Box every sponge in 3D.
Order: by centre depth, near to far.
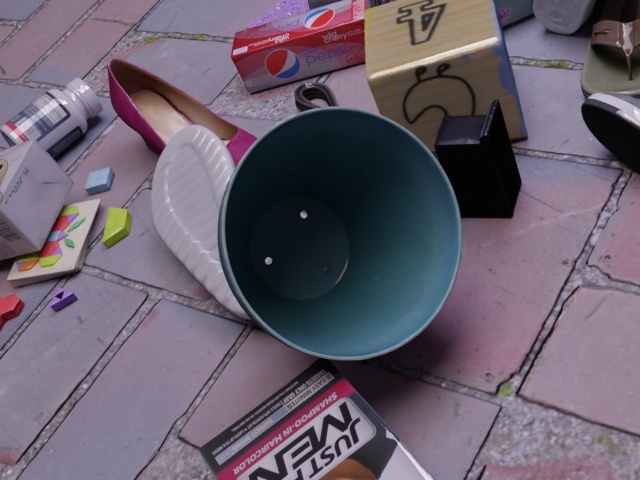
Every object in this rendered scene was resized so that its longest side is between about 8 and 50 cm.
[{"bbox_3d":[-0.034,-0.459,1.821,0.210,0.031,0.117,-42,45,-17],"label":"sponge"}]

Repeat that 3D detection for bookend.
[{"bbox_3d":[0.181,-0.109,1.271,0.157,0.156,0.072,0,49,28],"label":"bookend"}]

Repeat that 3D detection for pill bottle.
[{"bbox_3d":[-0.518,-0.230,1.785,0.180,0.108,0.108,-42,44,-17],"label":"pill bottle"}]

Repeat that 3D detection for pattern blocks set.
[{"bbox_3d":[-0.460,0.003,1.585,0.285,0.026,0.325,-20,42,8],"label":"pattern blocks set"}]

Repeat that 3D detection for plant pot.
[{"bbox_3d":[0.000,0.000,1.132,0.290,0.290,0.195,-44,8,-18],"label":"plant pot"}]

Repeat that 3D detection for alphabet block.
[{"bbox_3d":[0.186,-0.255,1.389,0.197,0.192,0.193,-15,42,15],"label":"alphabet block"}]

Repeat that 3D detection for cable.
[{"bbox_3d":[0.026,-0.201,1.505,0.139,0.072,0.287,-16,43,4],"label":"cable"}]

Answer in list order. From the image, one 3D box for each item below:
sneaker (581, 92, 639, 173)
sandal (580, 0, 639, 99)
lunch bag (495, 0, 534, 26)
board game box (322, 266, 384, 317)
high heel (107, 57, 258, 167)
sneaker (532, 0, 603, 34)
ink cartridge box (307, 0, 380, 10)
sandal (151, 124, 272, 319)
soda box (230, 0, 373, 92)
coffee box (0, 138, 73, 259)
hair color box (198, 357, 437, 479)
[{"bbox_3d":[0.502,-0.161,1.180,0.178,0.124,0.295,-46,53,-12],"label":"sneaker"},{"bbox_3d":[0.452,-0.307,1.379,0.120,0.086,0.303,-3,47,23],"label":"sandal"},{"bbox_3d":[0.231,-0.472,1.606,0.223,0.160,0.262,-24,48,5],"label":"lunch bag"},{"bbox_3d":[0.058,0.039,1.269,0.141,0.048,0.170,-42,44,-13],"label":"board game box"},{"bbox_3d":[-0.228,-0.195,1.546,0.377,0.181,0.127,19,59,39],"label":"high heel"},{"bbox_3d":[0.446,-0.484,1.407,0.130,0.323,0.236,33,72,8],"label":"sneaker"},{"bbox_3d":[0.044,-0.503,1.720,0.128,0.127,0.176,-3,56,11],"label":"ink cartridge box"},{"bbox_3d":[-0.149,-0.018,1.396,0.169,0.102,0.416,-44,47,12],"label":"sandal"},{"bbox_3d":[-0.024,-0.355,1.667,0.263,0.092,0.083,-13,43,16],"label":"soda box"},{"bbox_3d":[-0.605,-0.050,1.615,0.297,0.119,0.168,-12,43,27],"label":"coffee box"},{"bbox_3d":[0.043,0.308,0.962,0.185,0.113,0.374,-36,43,-10],"label":"hair color box"}]
